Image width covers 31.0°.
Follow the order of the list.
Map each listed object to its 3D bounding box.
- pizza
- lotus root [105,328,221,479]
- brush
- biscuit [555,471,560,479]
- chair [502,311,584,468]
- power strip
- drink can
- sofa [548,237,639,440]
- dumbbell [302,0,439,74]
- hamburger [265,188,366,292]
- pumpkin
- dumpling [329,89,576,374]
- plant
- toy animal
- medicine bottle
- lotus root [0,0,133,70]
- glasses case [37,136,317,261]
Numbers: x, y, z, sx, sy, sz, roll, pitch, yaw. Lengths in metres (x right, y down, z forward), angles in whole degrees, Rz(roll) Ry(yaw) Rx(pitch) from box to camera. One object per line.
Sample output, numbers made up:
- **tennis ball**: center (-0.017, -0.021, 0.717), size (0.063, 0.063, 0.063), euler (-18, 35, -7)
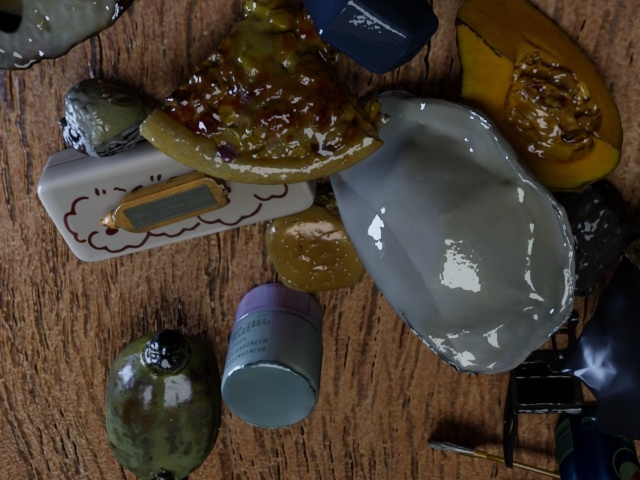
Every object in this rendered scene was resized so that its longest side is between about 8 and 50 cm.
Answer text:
- **pizza**: center (-0.063, -0.177, 1.313), size (0.289, 0.081, 0.229), euler (6, 94, 7)
- **lotus root**: center (-0.221, 0.232, 1.672), size (0.173, 0.173, 0.309), euler (9, 130, -2)
- **brush**: center (0.300, 0.342, 1.756), size (0.272, 0.013, 0.103), euler (16, 171, -3)
- **biscuit**: center (0.440, 0.444, 1.852), size (0.306, 0.043, 0.284), euler (-35, 118, 29)
- **chair**: center (0.313, 0.219, 1.642), size (0.113, 0.106, 0.229), euler (-2, 131, 9)
- **power strip**: center (-0.193, -0.045, 1.418), size (0.178, 0.028, 0.049), euler (-17, 126, 18)
- **drink can**: center (0.404, 0.343, 1.668), size (0.118, 0.205, 0.118), euler (2, 130, 3)
- **sofa**: center (0.443, 0.112, 1.443), size (0.182, 0.200, 0.258), euler (42, 133, 25)
- **dumbbell**: center (0.117, -0.327, 1.185), size (0.160, 0.144, 0.325), euler (29, 125, -20)
- **hamburger**: center (0.000, 0.000, 1.504), size (0.138, 0.083, 0.147), euler (-11, 131, 8)
- **pumpkin**: center (0.220, -0.173, 1.344), size (0.278, 0.111, 0.163), euler (35, 143, -21)
- **dumpling**: center (0.156, -0.029, 1.358), size (0.181, 0.341, 0.260), euler (7, 147, -40)
- **plant**: center (0.290, 0.007, 1.446), size (0.203, 0.142, 0.131), euler (-33, 135, 23)
- **toy animal**: center (-0.251, -0.143, 1.409), size (0.137, 0.098, 0.098), euler (11, 133, -32)
- **medicine bottle**: center (-0.062, 0.155, 1.581), size (0.135, 0.169, 0.135), euler (3, 131, 3)
- **lotus root**: center (-0.365, -0.361, 1.229), size (0.374, 0.111, 0.391), euler (17, 132, -6)
- **glasses case**: center (-0.180, -0.075, 1.462), size (0.336, 0.076, 0.144), euler (-14, 126, 16)
